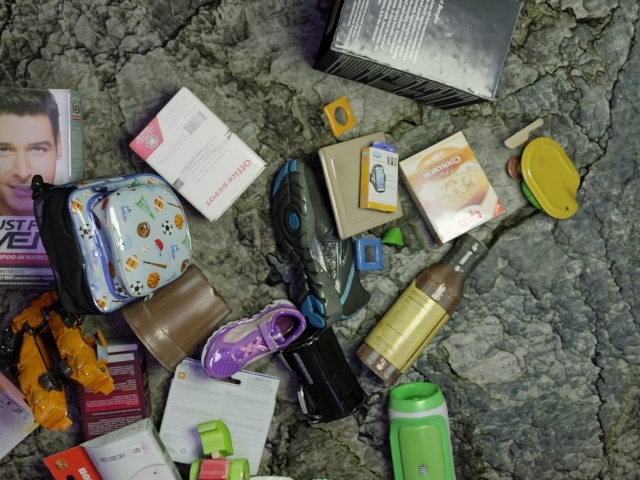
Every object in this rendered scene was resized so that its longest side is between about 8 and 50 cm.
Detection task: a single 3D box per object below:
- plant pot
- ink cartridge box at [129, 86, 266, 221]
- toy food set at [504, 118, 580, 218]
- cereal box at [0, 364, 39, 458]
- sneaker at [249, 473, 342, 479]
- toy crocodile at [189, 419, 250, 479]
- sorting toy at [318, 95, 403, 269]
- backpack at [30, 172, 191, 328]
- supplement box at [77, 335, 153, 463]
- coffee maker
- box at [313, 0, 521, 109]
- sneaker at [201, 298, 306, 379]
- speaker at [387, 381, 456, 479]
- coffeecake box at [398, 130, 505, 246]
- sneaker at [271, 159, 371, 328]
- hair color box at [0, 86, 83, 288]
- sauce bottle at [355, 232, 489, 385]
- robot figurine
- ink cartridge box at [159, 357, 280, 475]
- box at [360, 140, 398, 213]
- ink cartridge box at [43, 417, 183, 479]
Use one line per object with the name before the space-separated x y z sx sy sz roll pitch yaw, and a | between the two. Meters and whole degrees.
plant pot | -0.276 0.142 1.431 0.165 0.167 0.167 -39 100 -8
ink cartridge box | -0.235 -0.166 1.420 0.218 0.092 0.158 44 91 -8
toy food set | 0.453 -0.141 1.512 0.128 0.071 0.218 -41 103 -24
cereal box | -0.696 0.371 1.467 0.240 0.047 0.173 -41 99 1
sneaker | -0.070 0.555 1.500 0.283 0.110 0.122 4 59 -5
toy crocodile | -0.209 0.521 1.400 0.115 0.105 0.341 -3 60 8
sorting toy | 0.075 -0.113 1.448 0.196 0.047 0.348 -21 102 -40
backpack | -0.361 -0.009 1.334 0.213 0.263 0.277 0 106 24
supplement box | -0.416 0.321 1.476 0.130 0.073 0.239 -5 98 -4
coffee maker | 0.017 0.264 1.481 0.171 0.120 0.178 -24 98 11
box | 0.162 -0.371 1.331 0.294 0.296 0.183 17 95 -9
sneaker | -0.124 0.195 1.433 0.236 0.104 0.095 -30 106 -26
speaker | 0.217 0.458 1.533 0.131 0.131 0.297 -9 98 -5
coffeecake box | 0.262 -0.102 1.468 0.142 0.068 0.185 -27 84 -2
sneaker | 0.000 0.000 1.471 0.139 0.125 0.341 -16 95 -34
hair color box | -0.557 -0.100 1.385 0.185 0.113 0.375 1 97 -6
sauce bottle | 0.216 0.136 1.495 0.111 0.111 0.344 42 84 -9
robot figurine | -0.501 0.211 1.374 0.211 0.291 0.085 -39 135 -3
ink cartridge box | -0.214 0.364 1.516 0.223 0.045 0.224 14 95 -8
box | 0.117 -0.126 1.435 0.081 0.028 0.136 8 79 -41
ink cartridge box | -0.408 0.478 1.443 0.232 0.066 0.189 -23 110 -2
